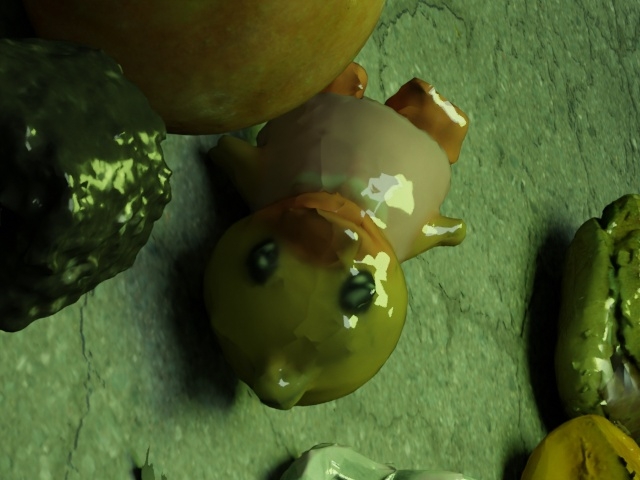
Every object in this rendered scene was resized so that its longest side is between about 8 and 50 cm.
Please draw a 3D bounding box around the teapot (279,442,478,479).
[{"bbox_3d":[0.051,0.252,1.231,0.178,0.221,0.163,-87,-172,-47],"label":"teapot"}]

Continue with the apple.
[{"bbox_3d":[-0.065,-0.192,1.090,0.253,0.253,0.254,34,49,-52],"label":"apple"}]

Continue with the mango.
[{"bbox_3d":[0.278,0.285,1.613,0.257,0.138,0.187,53,23,-43],"label":"mango"}]

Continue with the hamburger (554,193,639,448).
[{"bbox_3d":[0.315,0.108,1.764,0.265,0.134,0.285,54,28,-31],"label":"hamburger"}]

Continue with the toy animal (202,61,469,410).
[{"bbox_3d":[-0.001,0.004,1.206,0.281,0.195,0.169,-71,178,-51],"label":"toy animal"}]

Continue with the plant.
[{"bbox_3d":[-0.203,-0.023,0.836,0.146,0.149,0.274,41,32,29],"label":"plant"}]

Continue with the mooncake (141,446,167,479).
[{"bbox_3d":[-0.123,0.264,0.962,0.347,0.057,0.150,-56,139,-58],"label":"mooncake"}]
